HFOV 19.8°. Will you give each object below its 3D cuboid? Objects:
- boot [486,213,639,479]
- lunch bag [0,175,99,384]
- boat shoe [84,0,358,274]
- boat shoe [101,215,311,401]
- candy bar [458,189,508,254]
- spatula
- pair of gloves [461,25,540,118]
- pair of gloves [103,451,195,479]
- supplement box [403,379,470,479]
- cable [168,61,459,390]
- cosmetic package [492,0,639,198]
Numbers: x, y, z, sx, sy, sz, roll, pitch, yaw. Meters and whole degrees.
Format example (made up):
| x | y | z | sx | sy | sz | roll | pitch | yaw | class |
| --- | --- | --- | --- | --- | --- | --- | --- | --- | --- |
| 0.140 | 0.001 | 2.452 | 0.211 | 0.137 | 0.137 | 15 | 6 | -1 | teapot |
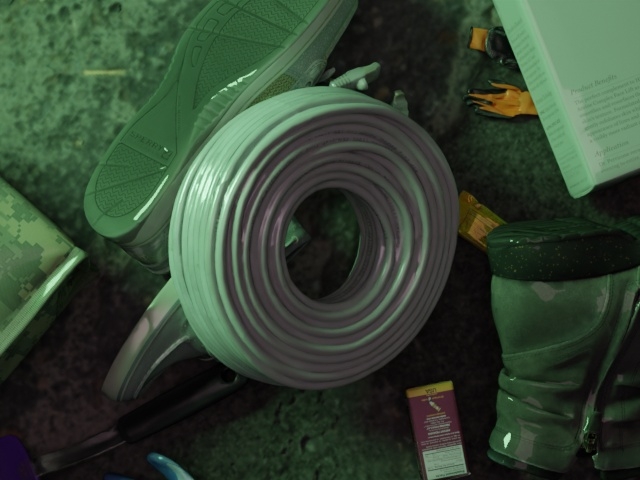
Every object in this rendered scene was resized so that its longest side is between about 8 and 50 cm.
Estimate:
| x | y | z | sx | sy | sz | roll | pitch | yaw | class |
| --- | --- | --- | --- | --- | --- | --- | --- | --- | --- |
| 0.302 | 0.086 | 1.585 | 0.338 | 0.118 | 0.223 | -5 | 99 | -5 | boot |
| -0.365 | 0.052 | 1.539 | 0.235 | 0.169 | 0.287 | 41 | 82 | 2 | lunch bag |
| -0.074 | -0.116 | 1.592 | 0.118 | 0.103 | 0.320 | 30 | 81 | 41 | boat shoe |
| -0.095 | 0.061 | 1.584 | 0.081 | 0.079 | 0.227 | 39 | 83 | 6 | boat shoe |
| 0.181 | 0.017 | 1.621 | 0.161 | 0.018 | 0.040 | 35 | 86 | 1 | candy bar |
| -0.195 | 0.176 | 1.599 | 0.296 | 0.030 | 0.084 | -26 | 72 | -4 | spatula |
| 0.165 | -0.150 | 1.635 | 0.074 | 0.010 | 0.083 | 6 | 85 | -6 | pair of gloves |
| -0.137 | 0.285 | 1.573 | 0.159 | 0.023 | 0.198 | 9 | 85 | 19 | pair of gloves |
| 0.101 | 0.165 | 1.592 | 0.043 | 0.055 | 0.083 | -11 | 87 | -1 | supplement box |
| 0.000 | 0.000 | 1.536 | 0.257 | 0.089 | 0.257 | -20 | 109 | -28 | cable |
| 0.237 | -0.165 | 1.597 | 0.117 | 0.085 | 0.231 | -20 | 85 | -9 | cosmetic package |
